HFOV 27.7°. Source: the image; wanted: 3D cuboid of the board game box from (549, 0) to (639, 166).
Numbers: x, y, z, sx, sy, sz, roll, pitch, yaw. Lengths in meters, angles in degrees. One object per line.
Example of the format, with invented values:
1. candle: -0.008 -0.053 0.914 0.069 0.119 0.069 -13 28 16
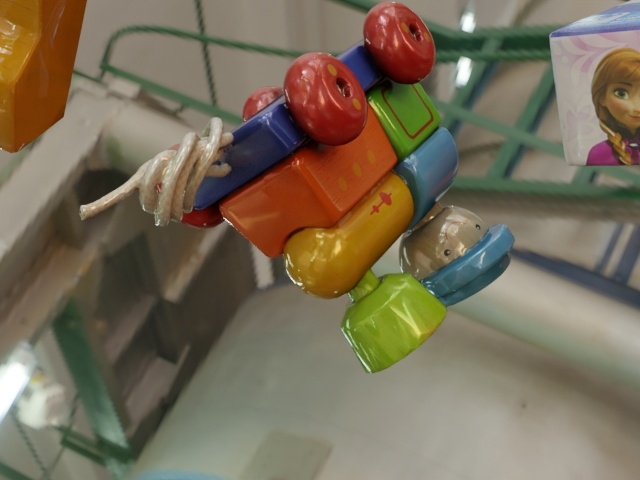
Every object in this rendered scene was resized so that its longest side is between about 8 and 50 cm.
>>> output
1. board game box: 0.319 -0.105 0.566 0.318 0.318 0.066 -26 -69 -45

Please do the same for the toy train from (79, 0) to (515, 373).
1. toy train: 0.000 0.000 0.575 0.105 0.143 0.248 -31 8 34

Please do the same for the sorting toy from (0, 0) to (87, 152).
1. sorting toy: -0.075 -0.133 0.235 0.229 0.041 0.307 -53 -15 -57
